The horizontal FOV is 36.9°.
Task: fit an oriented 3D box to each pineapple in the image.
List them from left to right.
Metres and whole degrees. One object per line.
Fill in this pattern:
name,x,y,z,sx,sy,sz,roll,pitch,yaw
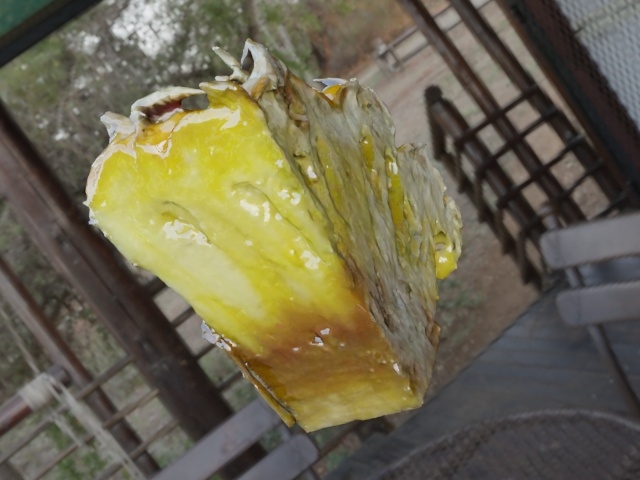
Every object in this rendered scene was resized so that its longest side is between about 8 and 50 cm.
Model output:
pineapple,0.000,0.000,0.490,0.115,0.186,0.236,-24,-30,37
